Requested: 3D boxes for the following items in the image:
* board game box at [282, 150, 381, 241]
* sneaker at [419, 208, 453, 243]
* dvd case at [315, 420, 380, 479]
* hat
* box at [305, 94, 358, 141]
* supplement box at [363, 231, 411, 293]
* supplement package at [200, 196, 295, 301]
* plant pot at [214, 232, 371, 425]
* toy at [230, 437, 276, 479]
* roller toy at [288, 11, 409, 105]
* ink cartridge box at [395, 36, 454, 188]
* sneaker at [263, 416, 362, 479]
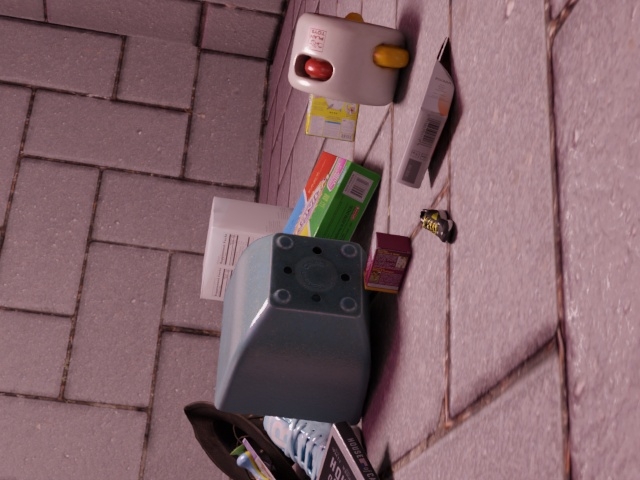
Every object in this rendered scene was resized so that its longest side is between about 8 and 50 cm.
[{"bbox_3d":[0.005,-0.044,1.941,0.242,0.064,0.316,-63,12,3],"label":"board game box"},{"bbox_3d":[0.150,-0.019,1.313,0.083,0.035,0.031,-106,25,-70],"label":"sneaker"},{"bbox_3d":[0.039,0.415,1.488,0.179,0.029,0.239,-123,37,-46],"label":"dvd case"},{"bbox_3d":[-0.135,0.419,2.173,0.134,0.331,0.331,-48,-10,-30],"label":"hat"},{"bbox_3d":[0.030,-0.305,2.129,0.043,0.105,0.179,-146,65,-80],"label":"box"},{"bbox_3d":[0.100,0.034,1.526,0.043,0.054,0.083,-91,13,-53],"label":"supplement box"},{"bbox_3d":[-0.152,0.034,2.490,0.199,0.262,0.198,-100,20,-66],"label":"supplement package"},{"bbox_3d":[-0.030,0.124,1.633,0.252,0.247,0.247,107,168,-52],"label":"plant pot"},{"bbox_3d":[-0.109,0.517,2.020,0.237,0.056,0.137,56,159,13],"label":"toy"},{"bbox_3d":[0.047,-0.321,1.742,0.209,0.191,0.146,-111,31,-73],"label":"roller toy"},{"bbox_3d":[0.161,-0.183,1.444,0.145,0.045,0.179,106,-174,-47],"label":"ink cartridge box"},{"bbox_3d":[-0.024,0.350,1.732,0.366,0.150,0.135,-123,41,-75],"label":"sneaker"}]
